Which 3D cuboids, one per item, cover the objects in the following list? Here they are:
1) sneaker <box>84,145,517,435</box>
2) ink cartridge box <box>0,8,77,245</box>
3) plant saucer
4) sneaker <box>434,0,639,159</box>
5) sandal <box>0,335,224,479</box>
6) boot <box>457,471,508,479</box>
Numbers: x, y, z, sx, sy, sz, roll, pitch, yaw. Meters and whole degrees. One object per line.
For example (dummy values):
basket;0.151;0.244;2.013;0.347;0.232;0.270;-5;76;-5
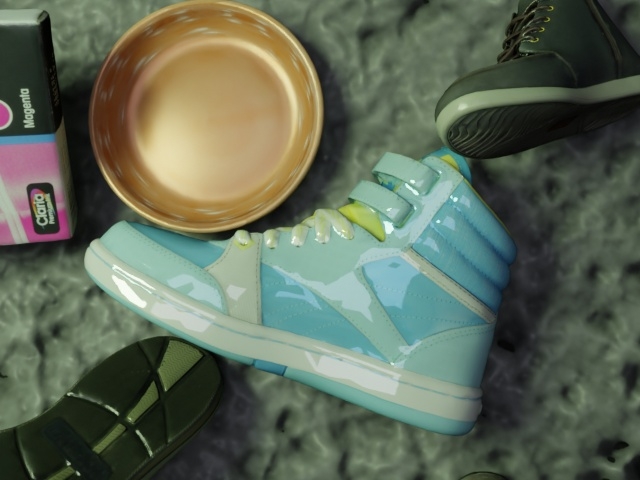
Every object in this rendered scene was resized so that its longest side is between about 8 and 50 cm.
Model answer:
sneaker;0.000;0.000;0.531;0.319;0.127;0.208;21;89;-6
ink cartridge box;-0.384;-0.074;0.508;0.371;0.069;0.176;-5;117;-11
plant saucer;-0.096;-0.104;0.589;0.200;0.037;0.200;0;85;3
sneaker;0.154;-0.137;0.525;0.222;0.083;0.118;-14;74;-35
sandal;-0.198;0.182;0.505;0.303;0.086;0.120;-28;61;-34
boot;0.123;0.288;0.447;0.091;0.229;0.263;-5;85;3
